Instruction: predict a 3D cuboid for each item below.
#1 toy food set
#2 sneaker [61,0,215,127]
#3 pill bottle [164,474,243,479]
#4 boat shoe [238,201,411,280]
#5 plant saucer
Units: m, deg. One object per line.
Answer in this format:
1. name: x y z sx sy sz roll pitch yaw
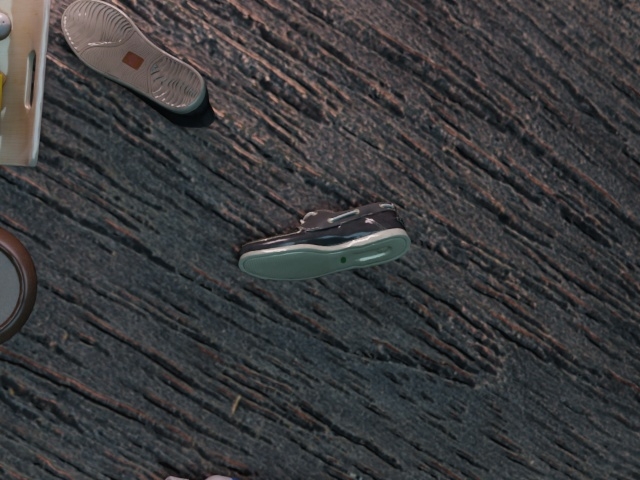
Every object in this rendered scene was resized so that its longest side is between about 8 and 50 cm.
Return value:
1. toy food set: -0.490 -0.207 1.823 0.306 0.092 0.220 4 93 -17
2. sneaker: -0.235 -0.217 1.917 0.222 0.118 0.083 38 82 13
3. pill bottle: -0.104 0.379 1.970 0.221 0.124 0.124 15 89 -18
4. boat shoe: 0.000 0.000 2.013 0.233 0.084 0.079 -11 59 -10
5. plant saucer: -0.441 0.059 1.892 0.168 0.029 0.169 -1 95 -16
